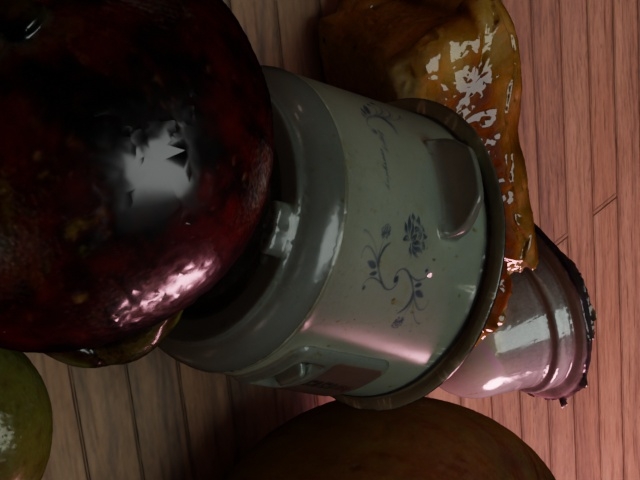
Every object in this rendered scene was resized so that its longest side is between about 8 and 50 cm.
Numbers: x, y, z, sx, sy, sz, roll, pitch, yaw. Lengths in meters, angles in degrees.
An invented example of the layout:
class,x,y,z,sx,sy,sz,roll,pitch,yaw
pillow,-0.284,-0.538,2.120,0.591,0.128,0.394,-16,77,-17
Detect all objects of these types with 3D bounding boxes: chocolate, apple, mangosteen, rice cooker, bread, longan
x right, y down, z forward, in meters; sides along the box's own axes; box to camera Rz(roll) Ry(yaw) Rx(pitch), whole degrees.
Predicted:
class,x,y,z,sx,sy,sz,roll,pitch,yaw
chocolate,0.167,0.082,1.862,0.147,0.221,0.221,-12,112,-33
apple,0.047,0.336,1.637,0.400,0.333,0.400,25,61,-59
mangosteen,-0.173,-0.057,1.216,0.311,0.311,0.311,-23,119,-50
rice cooker,0.000,0.000,1.482,0.316,0.316,0.264,26,47,-55
bread,0.109,-0.078,1.694,0.148,0.195,0.344,-27,124,-25
longan,-0.261,0.122,1.283,0.145,0.176,0.155,7,123,-16
